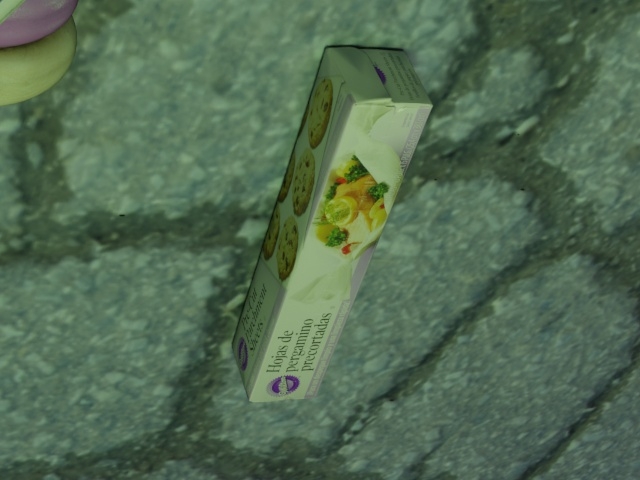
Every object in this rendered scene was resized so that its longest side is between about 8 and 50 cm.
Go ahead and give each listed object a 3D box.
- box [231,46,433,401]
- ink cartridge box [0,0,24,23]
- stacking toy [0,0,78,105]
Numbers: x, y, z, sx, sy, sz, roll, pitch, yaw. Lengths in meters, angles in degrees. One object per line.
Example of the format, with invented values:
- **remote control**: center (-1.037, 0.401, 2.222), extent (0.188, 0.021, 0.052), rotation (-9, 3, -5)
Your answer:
- **box**: center (0.000, 0.000, 0.912), extent (0.063, 0.067, 0.324), rotation (-1, 136, -22)
- **ink cartridge box**: center (-0.256, -0.112, 0.518), extent (0.371, 0.069, 0.176), rotation (-39, 115, 17)
- **stacking toy**: center (-0.150, -0.229, 0.552), extent (0.141, 0.141, 0.330), rotation (4, 130, -27)
